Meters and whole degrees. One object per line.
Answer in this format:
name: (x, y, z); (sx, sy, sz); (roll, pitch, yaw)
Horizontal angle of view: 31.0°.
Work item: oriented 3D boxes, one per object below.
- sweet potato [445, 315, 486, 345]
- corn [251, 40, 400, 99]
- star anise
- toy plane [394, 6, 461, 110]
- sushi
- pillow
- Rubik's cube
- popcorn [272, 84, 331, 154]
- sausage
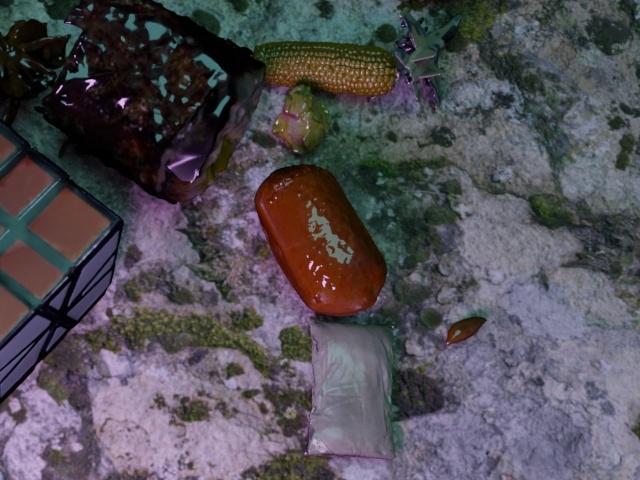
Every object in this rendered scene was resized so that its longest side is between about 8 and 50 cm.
sweet potato: (0.241, 0.148, 1.926); (0.095, 0.034, 0.034); (-27, 76, -33)
corn: (0.009, -0.303, 2.023); (0.260, 0.091, 0.091); (2, 89, -10)
star anise: (-0.526, -0.244, 1.840); (0.238, 0.148, 0.346); (16, 66, 18)
toy plane: (0.197, -0.350, 2.090); (0.192, 0.088, 0.262); (66, 29, -23)
sushi: (-0.258, -0.222, 1.807); (0.294, 0.299, 0.281); (28, 78, 2)
pillow: (0.049, 0.235, 1.834); (0.148, 0.050, 0.229); (10, 66, -17)
Rubik's cube: (-0.483, 0.032, 1.653); (0.283, 0.288, 0.293); (42, 63, 4)
popcorn: (-0.030, -0.205, 1.979); (0.097, 0.089, 0.109); (-9, 76, -55)
sausage: (-0.001, 0.001, 1.858); (0.141, 0.153, 0.268); (-28, 77, -12)
